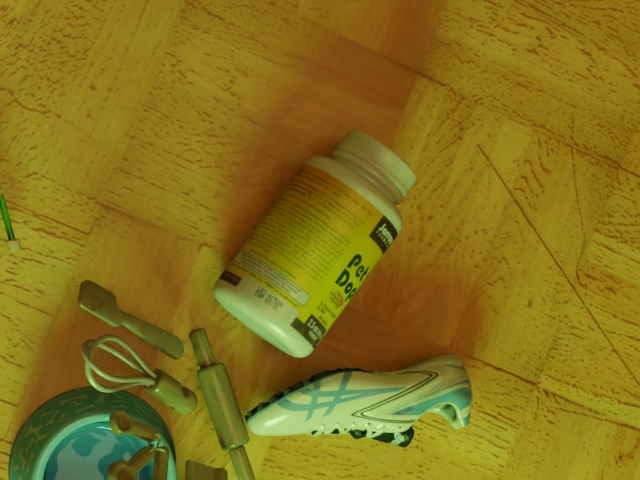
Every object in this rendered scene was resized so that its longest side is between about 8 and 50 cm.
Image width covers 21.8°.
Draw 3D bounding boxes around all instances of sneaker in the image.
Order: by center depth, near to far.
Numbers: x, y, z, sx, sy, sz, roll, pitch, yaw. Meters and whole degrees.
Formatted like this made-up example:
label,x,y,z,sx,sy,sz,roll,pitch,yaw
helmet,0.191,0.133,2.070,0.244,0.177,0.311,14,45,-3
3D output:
label,x,y,z,sx,sy,sz,roll,pitch,yaw
sneaker,0.043,0.170,1.660,0.237,0.085,0.086,-8,75,-17

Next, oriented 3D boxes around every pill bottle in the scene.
label,x,y,z,sx,sy,sz,roll,pitch,yaw
pill bottle,0.000,0.000,1.629,0.117,0.117,0.215,38,81,-14

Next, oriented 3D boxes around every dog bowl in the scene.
label,x,y,z,sx,sy,sz,roll,pitch,yaw
dog bowl,-0.209,0.291,1.596,0.166,0.074,0.297,-3,91,-16

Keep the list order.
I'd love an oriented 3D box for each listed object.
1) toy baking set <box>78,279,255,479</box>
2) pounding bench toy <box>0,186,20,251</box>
label,x,y,z,sx,sy,sz,roll,pitch,yaw
toy baking set,-0.144,0.153,1.574,0.197,0.030,0.256,-3,74,-57
pounding bench toy,-0.318,-0.028,1.567,0.083,0.052,0.065,13,87,-17
